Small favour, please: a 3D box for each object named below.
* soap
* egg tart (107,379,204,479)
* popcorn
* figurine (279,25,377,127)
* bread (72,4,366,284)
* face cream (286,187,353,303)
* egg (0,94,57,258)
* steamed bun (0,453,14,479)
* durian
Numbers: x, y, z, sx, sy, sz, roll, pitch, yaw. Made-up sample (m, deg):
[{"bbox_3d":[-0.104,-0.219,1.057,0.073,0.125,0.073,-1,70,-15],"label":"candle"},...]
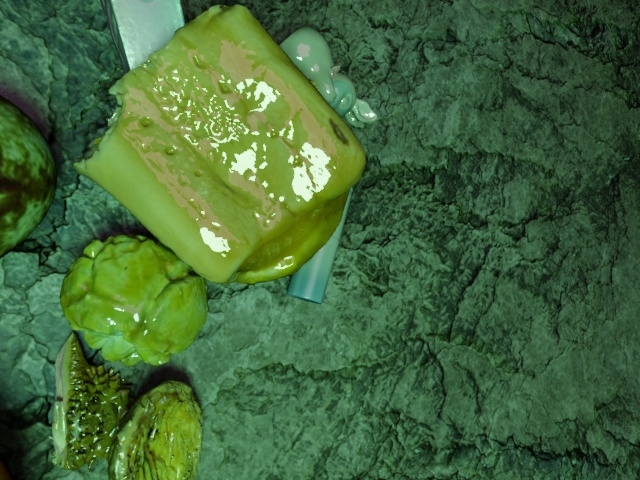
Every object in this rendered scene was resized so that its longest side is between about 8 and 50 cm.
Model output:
[{"bbox_3d":[-0.315,-0.427,0.708,0.109,0.193,0.323,-18,92,-23],"label":"soap"},{"bbox_3d":[-0.273,0.347,0.677,0.099,0.231,0.252,0,119,11],"label":"egg tart"},{"bbox_3d":[-0.289,0.090,0.682,0.221,0.184,0.204,41,41,-11],"label":"popcorn"},{"bbox_3d":[0.002,-0.305,0.869,0.235,0.127,0.155,49,51,-15],"label":"figurine"},{"bbox_3d":[-0.137,-0.120,0.725,0.361,0.250,0.394,-45,103,-6],"label":"bread"},{"bbox_3d":[0.000,0.000,0.863,0.077,0.077,0.249,20,76,-20],"label":"face cream"},{"bbox_3d":[-0.509,-0.073,0.572,0.238,0.238,0.289,29,83,-18],"label":"egg"},{"bbox_3d":[-0.522,0.348,0.506,0.248,0.235,0.378,-15,99,-53],"label":"steamed bun"},{"bbox_3d":[-0.377,0.260,0.680,0.141,0.078,0.224,-15,93,-24],"label":"durian"}]
